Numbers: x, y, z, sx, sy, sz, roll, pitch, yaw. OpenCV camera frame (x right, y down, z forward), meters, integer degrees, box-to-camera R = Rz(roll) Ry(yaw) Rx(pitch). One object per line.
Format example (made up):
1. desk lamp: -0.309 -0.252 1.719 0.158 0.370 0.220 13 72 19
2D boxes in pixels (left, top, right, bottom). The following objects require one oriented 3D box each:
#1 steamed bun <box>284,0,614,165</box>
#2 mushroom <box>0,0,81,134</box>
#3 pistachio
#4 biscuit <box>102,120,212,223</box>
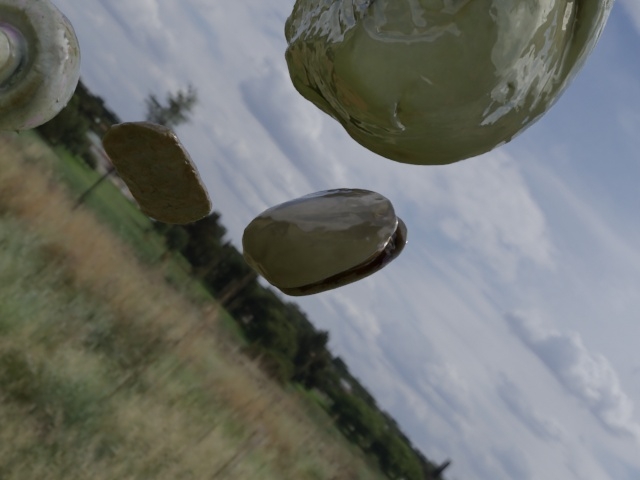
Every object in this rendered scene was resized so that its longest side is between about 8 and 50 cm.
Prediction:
1. steamed bun: 0.115 -0.189 0.778 0.203 0.276 0.289 30 19 -21
2. mushroom: -0.180 -0.103 0.589 0.083 0.083 0.067 46 11 6
3. pistachio: 0.000 0.000 1.342 0.223 0.152 0.126 -6 -37 21
4. biscuit: -0.141 -0.057 0.900 0.147 0.071 0.018 69 22 -56
